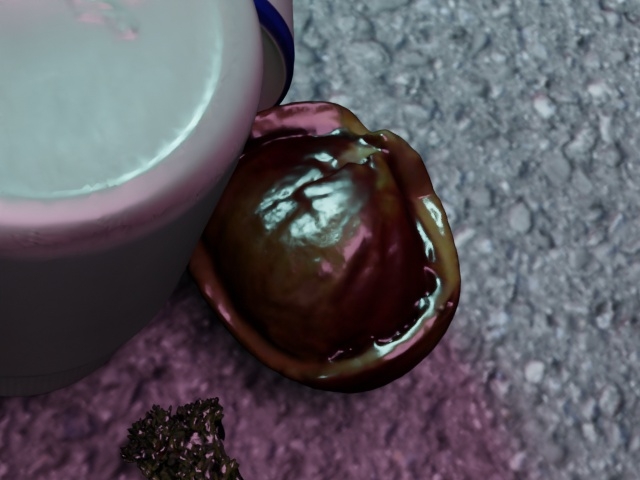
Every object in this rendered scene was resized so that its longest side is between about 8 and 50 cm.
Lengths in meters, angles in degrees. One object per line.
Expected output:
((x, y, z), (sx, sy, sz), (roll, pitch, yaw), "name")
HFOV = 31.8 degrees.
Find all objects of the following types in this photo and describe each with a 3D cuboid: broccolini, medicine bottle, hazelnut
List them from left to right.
((-0.166, -0.035, 0.629), (0.208, 0.340, 0.208), (6, 69, -15), "medicine bottle")
((-0.048, 0.187, 0.735), (0.074, 0.058, 0.201), (-38, 83, -18), "broccolini")
((-0.005, 0.006, 0.763), (0.201, 0.160, 0.170), (41, 65, -4), "hazelnut")

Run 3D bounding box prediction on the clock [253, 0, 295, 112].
((-0.131, -0.144, 0.744), (0.230, 0.230, 0.083), (8, 65, -13), "clock")
